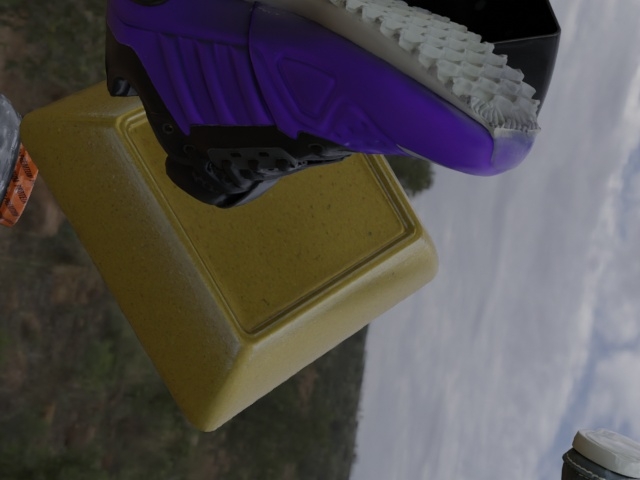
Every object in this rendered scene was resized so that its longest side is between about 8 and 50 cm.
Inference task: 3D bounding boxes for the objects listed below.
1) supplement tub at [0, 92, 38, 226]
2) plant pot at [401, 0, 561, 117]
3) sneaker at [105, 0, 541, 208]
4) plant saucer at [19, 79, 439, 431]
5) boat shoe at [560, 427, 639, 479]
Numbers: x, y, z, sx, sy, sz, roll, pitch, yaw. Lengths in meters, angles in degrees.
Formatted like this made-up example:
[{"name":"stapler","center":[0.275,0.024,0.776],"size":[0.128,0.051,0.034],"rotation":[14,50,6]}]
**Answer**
[{"name":"supplement tub","center":[-0.534,-0.134,1.345],"size":[0.193,0.316,0.193],"rotation":[-44,-144,44]},{"name":"plant pot","center":[0.208,-0.238,1.366],"size":[0.187,0.188,0.167],"rotation":[-93,173,-47]},{"name":"sneaker","center":[-0.017,-0.076,0.583],"size":[0.102,0.293,0.146],"rotation":[-6,121,-51]},{"name":"plant saucer","center":[-0.055,-0.045,0.982],"size":[0.333,0.332,0.081],"rotation":[-31,-178,-33]},{"name":"boat shoe","center":[0.357,0.289,1.229],"size":[0.319,0.116,0.099],"rotation":[22,92,-57]}]
